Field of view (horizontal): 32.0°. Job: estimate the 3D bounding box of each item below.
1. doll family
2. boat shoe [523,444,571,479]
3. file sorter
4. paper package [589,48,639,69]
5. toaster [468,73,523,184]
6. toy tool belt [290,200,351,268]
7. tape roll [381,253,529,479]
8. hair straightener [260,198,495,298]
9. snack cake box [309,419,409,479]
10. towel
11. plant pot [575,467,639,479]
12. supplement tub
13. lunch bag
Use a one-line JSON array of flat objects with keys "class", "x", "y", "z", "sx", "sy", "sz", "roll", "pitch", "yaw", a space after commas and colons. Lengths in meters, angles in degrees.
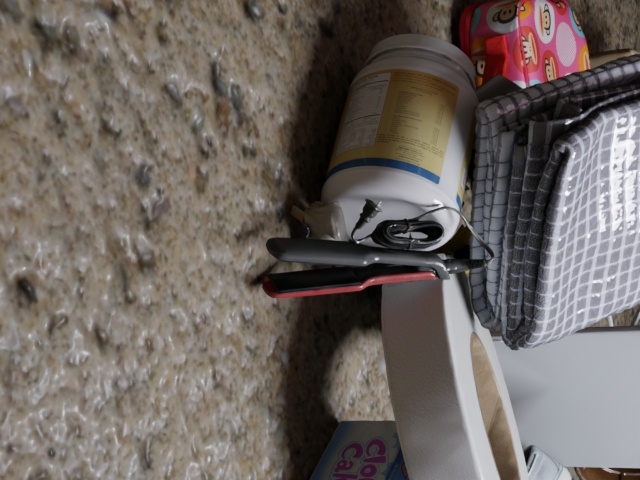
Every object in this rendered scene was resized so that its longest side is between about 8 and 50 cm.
[{"class": "doll family", "x": 0.145, "y": -0.015, "z": 1.318, "sx": 0.111, "sy": 0.076, "sz": 0.193, "roll": -43, "pitch": 125, "yaw": -2}, {"class": "boat shoe", "x": 0.228, "y": 0.354, "z": 1.415, "sx": 0.081, "sy": 0.079, "sz": 0.227, "roll": 43, "pitch": 61, "yaw": 3}, {"class": "file sorter", "x": 0.375, "y": 0.174, "z": 1.486, "sx": 0.173, "sy": 0.278, "sz": 0.192, "roll": -40, "pitch": 120, "yaw": -55}, {"class": "paper package", "x": 0.473, "y": -0.130, "z": 1.786, "sx": 0.309, "sy": 0.168, "sz": 0.324, "roll": -5, "pitch": 91, "yaw": -57}, {"class": "toaster", "x": 0.227, "y": -0.099, "z": 1.334, "sx": 0.185, "sy": 0.110, "sz": 0.168, "roll": 51, "pitch": 3, "yaw": -27}, {"class": "toy tool belt", "x": 0.000, "y": 0.000, "z": 1.121, "sx": 0.052, "sy": 0.051, "sz": 0.083, "roll": -63, "pitch": 148, "yaw": -51}, {"class": "tape roll", "x": 0.157, "y": 0.206, "z": 1.202, "sx": 0.392, "sy": 0.072, "sz": 0.391, "roll": -15, "pitch": 90, "yaw": -76}, {"class": "hair straightener", "x": 0.060, "y": 0.006, "z": 1.063, "sx": 0.047, "sy": 0.231, "sz": 0.089, "roll": -116, "pitch": -151, "yaw": -60}, {"class": "snack cake box", "x": 0.032, "y": 0.320, "z": 1.087, "sx": 0.264, "sy": 0.089, "sz": 0.152, "roll": -58, "pitch": 132, "yaw": -45}, {"class": "towel", "x": 0.287, "y": -0.037, "z": 1.190, "sx": 0.235, "sy": 0.121, "sz": 0.283, "roll": -18, "pitch": 126, "yaw": -25}, {"class": "plant pot", "x": 0.498, "y": 0.302, "z": 1.796, "sx": 0.167, "sy": 0.167, "sz": 0.165, "roll": 59, "pitch": 32, "yaw": -36}, {"class": "supplement tub", "x": 0.088, "y": -0.102, "z": 1.176, "sx": 0.144, "sy": 0.144, "sz": 0.199, "roll": 47, "pitch": 48, "yaw": -45}, {"class": "lunch bag", "x": 0.281, "y": -0.187, "z": 1.524, "sx": 0.258, "sy": 0.120, "sz": 0.293, "roll": -18, "pitch": 102, "yaw": -57}]
